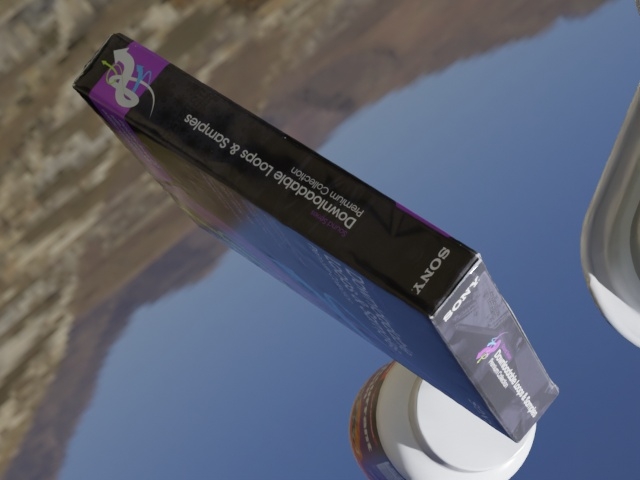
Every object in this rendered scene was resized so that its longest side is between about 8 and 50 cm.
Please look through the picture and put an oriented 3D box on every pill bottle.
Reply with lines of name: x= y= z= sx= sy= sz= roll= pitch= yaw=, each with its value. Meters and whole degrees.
pill bottle: x=0.085 y=0.122 z=1.242 sx=0.108 sy=0.108 sz=0.193 roll=-40 pitch=177 yaw=-13

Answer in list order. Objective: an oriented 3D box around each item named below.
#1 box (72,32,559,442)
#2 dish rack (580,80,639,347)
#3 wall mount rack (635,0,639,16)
box: x=0.000 y=0.000 z=0.620 sx=0.029 sy=0.162 sz=0.116 roll=-53 pitch=149 yaw=-9
dish rack: x=0.309 y=-0.055 z=0.936 sx=0.333 sy=0.285 sz=0.072 roll=-65 pitch=-169 yaw=-18
wall mount rack: x=0.175 y=-0.116 z=0.299 sx=0.130 sy=0.350 sz=0.304 roll=-9 pitch=131 yaw=-25
